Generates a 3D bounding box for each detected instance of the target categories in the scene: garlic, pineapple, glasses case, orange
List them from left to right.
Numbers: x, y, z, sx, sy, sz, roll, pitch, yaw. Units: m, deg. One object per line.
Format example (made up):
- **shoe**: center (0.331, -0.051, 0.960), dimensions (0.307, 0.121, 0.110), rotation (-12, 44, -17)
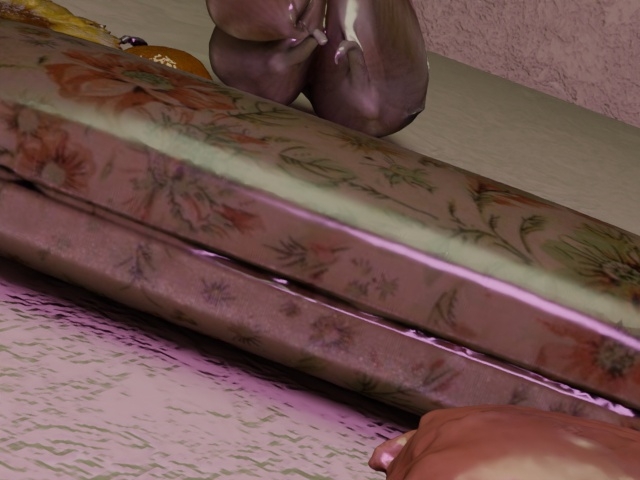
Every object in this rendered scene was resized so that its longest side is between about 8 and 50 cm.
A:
- **pineapple**: center (-0.232, -0.153, 1.040), dimensions (0.221, 0.047, 0.221), rotation (19, 16, -6)
- **orange**: center (-0.100, -0.083, 0.853), dimensions (0.085, 0.085, 0.085), rotation (18, 13, -4)
- **glasses case**: center (0.000, 0.000, 0.597), dimensions (0.425, 0.098, 0.156), rotation (20, 16, 5)
- **garlic**: center (0.005, -0.207, 1.202), dimensions (0.210, 0.237, 0.292), rotation (8, 50, -4)

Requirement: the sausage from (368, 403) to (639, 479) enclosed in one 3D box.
- **sausage**: center (0.145, 0.113, 0.363), dimensions (0.289, 0.086, 0.086), rotation (17, 13, -2)
